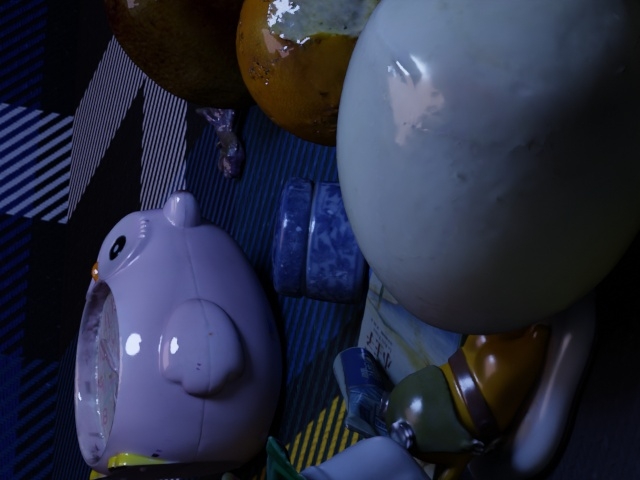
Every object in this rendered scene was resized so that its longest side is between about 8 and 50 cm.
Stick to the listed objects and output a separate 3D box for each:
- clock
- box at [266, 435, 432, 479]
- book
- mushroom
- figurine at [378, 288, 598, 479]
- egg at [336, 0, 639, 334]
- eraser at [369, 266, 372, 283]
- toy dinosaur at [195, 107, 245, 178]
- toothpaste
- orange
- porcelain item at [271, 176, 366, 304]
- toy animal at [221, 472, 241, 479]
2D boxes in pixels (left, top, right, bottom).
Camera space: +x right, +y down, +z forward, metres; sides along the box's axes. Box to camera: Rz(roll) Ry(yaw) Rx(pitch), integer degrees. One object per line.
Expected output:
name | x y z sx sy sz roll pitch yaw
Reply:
clock | -0.197 0.144 2.192 0.368 0.250 0.376 143 127 -63
box | 0.065 0.283 1.453 0.264 0.106 0.336 49 166 11
book | 0.101 0.088 1.625 0.201 0.026 0.289 -130 42 -51
mushroom | -0.151 -0.348 2.254 0.259 0.345 0.345 161 117 -67
figurine | 0.141 0.123 1.448 0.166 0.141 0.250 -112 37 -58
egg | 0.152 -0.077 1.320 0.283 0.283 0.345 -114 27 -56
eraser | 0.130 0.015 1.669 0.312 0.043 0.144 141 135 -61
toy dinosaur | -0.128 -0.237 2.477 0.251 0.072 0.200 -60 36 17
toothpaste | 0.044 0.160 1.590 0.069 0.047 0.268 63 -177 -14
orange | 0.020 -0.226 1.798 0.240 0.240 0.240 -170 90 -70
porcelain item | 0.000 0.000 1.867 0.147 0.114 0.147 7 -90 -90
toy animal | -0.045 0.391 1.794 0.363 0.180 0.181 -139 68 -74
